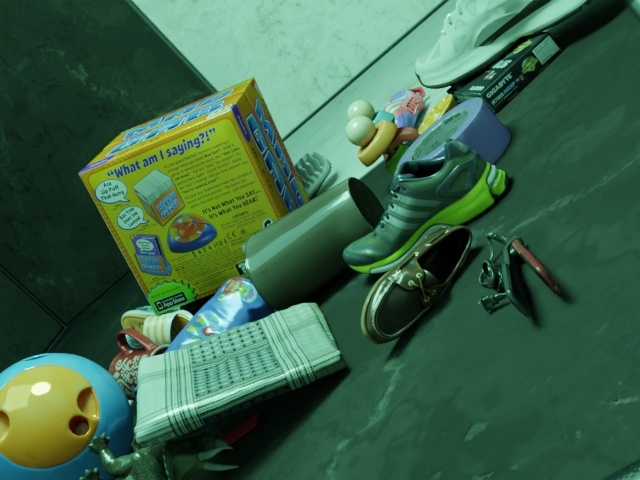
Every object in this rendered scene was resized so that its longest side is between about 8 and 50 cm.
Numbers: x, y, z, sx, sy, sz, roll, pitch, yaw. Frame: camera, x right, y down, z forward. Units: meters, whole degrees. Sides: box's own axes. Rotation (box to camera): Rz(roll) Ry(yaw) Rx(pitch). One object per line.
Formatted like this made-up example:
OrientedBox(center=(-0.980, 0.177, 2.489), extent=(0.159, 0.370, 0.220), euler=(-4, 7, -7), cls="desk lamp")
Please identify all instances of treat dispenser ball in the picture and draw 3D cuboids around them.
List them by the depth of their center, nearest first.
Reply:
OrientedBox(center=(-0.488, 0.351, 1.590), extent=(0.288, 0.288, 0.288), euler=(-41, 14, 12), cls="treat dispenser ball")

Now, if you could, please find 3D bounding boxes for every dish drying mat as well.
OrientedBox(center=(-0.122, 0.292, 1.317), extent=(0.083, 0.008, 0.032), euler=(-38, 16, 19), cls="dish drying mat")

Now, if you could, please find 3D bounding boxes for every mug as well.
OrientedBox(center=(-0.373, 0.265, 1.835), extent=(0.169, 0.150, 0.113), euler=(-19, 34, 50), cls="mug")

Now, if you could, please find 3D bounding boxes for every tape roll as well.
OrientedBox(center=(0.228, -0.153, 1.496), extent=(0.189, 0.080, 0.189), euler=(-42, 13, 12), cls="tape roll")

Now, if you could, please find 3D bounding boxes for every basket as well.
OrientedBox(center=(0.000, 0.000, 1.555), extent=(0.227, 0.154, 0.204), euler=(-34, 18, 23), cls="basket")

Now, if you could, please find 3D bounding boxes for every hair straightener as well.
OrientedBox(center=(0.214, 0.038, 1.029), extent=(0.089, 0.047, 0.230), euler=(-41, 14, 11), cls="hair straightener")

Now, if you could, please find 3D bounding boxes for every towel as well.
OrientedBox(center=(-0.131, 0.184, 1.333), extent=(0.312, 0.056, 0.324), euler=(-21, 12, -4), cls="towel")

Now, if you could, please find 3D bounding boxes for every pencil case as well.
OrientedBox(center=(-0.197, 0.202, 1.570), extent=(0.133, 0.119, 0.306), euler=(19, 53, 29), cls="pencil case")

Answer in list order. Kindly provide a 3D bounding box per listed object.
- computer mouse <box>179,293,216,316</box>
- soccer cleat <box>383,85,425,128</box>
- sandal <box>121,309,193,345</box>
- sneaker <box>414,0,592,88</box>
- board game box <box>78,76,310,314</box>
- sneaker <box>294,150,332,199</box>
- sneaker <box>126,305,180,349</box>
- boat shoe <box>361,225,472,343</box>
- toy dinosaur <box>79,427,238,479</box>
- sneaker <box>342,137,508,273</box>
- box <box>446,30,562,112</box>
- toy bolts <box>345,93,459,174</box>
OrientedBox(center=(-0.285, 0.154, 2.084), extent=(0.188, 0.072, 0.272), euler=(-36, 28, 22), cls="computer mouse")
OrientedBox(center=(0.203, -0.308, 2.038), extent=(0.095, 0.083, 0.248), euler=(-35, 13, 17), cls="soccer cleat")
OrientedBox(center=(-0.368, 0.212, 1.932), extent=(0.265, 0.101, 0.076), euler=(-3, 25, 39), cls="sandal")
OrientedBox(center=(0.303, -0.486, 1.676), extent=(0.448, 0.257, 0.169), euler=(-27, 20, 46), cls="sneaker")
OrientedBox(center=(-0.258, -0.111, 1.966), extent=(0.357, 0.356, 0.356), euler=(-21, 19, 11), cls="board game box")
OrientedBox(center=(-0.068, -0.108, 2.236), extent=(0.281, 0.105, 0.115), euler=(-41, -16, 17), cls="sneaker")
OrientedBox(center=(-0.400, 0.195, 2.154), extent=(0.110, 0.122, 0.283), euler=(-34, 16, 35), cls="sneaker")
OrientedBox(center=(0.131, 0.053, 1.167), extent=(0.207, 0.073, 0.073), euler=(-52, 14, -28), cls="boat shoe")
OrientedBox(center=(-0.271, 0.377, 1.242), extent=(0.160, 0.121, 0.313), euler=(35, 92, 43), cls="toy dinosaur")
OrientedBox(center=(0.141, -0.056, 1.359), extent=(0.300, 0.121, 0.111), euler=(-36, 15, 28), cls="sneaker")
OrientedBox(center=(0.357, -0.332, 1.717), extent=(0.175, 0.051, 0.220), euler=(-42, 14, 1), cls="box")
OrientedBox(center=(0.146, -0.245, 1.778), extent=(0.218, 0.158, 0.228), euler=(-53, 12, 3), cls="toy bolts")
